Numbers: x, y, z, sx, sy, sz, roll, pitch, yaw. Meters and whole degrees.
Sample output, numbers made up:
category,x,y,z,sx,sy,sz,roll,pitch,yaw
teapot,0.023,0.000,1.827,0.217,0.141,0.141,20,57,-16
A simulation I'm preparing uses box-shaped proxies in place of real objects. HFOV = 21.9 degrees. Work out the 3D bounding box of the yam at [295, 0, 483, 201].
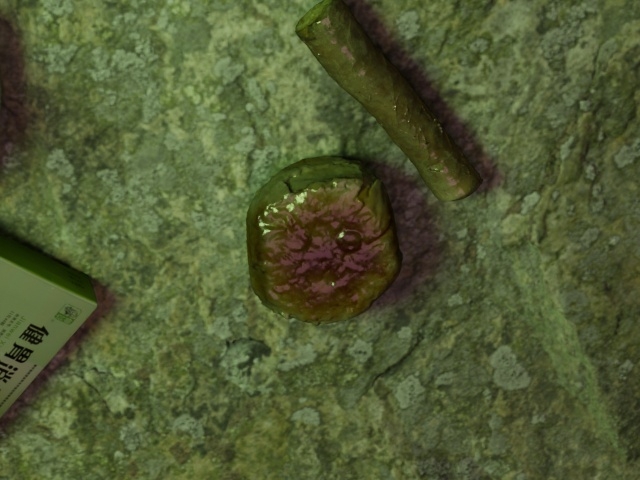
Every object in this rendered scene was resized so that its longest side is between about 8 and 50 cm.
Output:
category,x,y,z,sx,sy,sz,roll,pitch,yaw
yam,0.082,-0.154,1.869,0.066,0.066,0.300,-38,118,11

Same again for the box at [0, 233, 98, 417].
category,x,y,z,sx,sy,sz,roll,pitch,yaw
box,-0.406,0.115,1.908,0.175,0.062,0.260,30,109,-37

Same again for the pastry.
category,x,y,z,sx,sy,sz,roll,pitch,yaw
pastry,0.000,0.000,1.921,0.182,0.093,0.193,-14,116,-2
